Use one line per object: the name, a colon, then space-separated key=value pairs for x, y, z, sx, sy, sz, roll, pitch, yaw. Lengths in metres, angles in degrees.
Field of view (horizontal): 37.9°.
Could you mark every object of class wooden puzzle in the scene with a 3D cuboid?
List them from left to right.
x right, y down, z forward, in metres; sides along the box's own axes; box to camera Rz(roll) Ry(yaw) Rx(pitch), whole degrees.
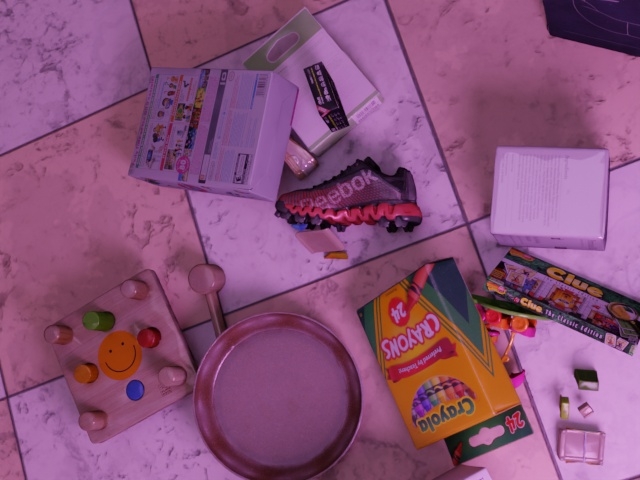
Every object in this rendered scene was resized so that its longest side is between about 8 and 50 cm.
wooden puzzle: x=0.000 y=0.000 z=1.710 sx=0.078 sy=0.116 sz=0.014 roll=-5 pitch=54 yaw=26

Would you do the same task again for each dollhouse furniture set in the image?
dollhouse furniture set: x=0.439 y=0.298 z=1.569 sx=0.076 sy=0.058 sz=0.152 roll=2 pitch=102 yaw=10

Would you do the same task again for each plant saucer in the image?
plant saucer: x=-0.075 y=0.286 z=1.690 sx=0.310 sy=0.050 sz=0.311 roll=-1 pitch=82 yaw=6

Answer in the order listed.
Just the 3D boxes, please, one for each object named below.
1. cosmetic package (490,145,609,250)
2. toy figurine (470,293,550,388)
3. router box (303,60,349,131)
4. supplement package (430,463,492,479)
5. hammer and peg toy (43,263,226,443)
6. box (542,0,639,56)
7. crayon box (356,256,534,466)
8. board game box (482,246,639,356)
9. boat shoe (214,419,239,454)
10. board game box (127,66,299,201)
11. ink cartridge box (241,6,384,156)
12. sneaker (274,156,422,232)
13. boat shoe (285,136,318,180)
cosmetic package: x=0.390 y=-0.069 z=1.571 sx=0.183 sy=0.151 sz=0.152 roll=4 pitch=83 yaw=19
toy figurine: x=0.296 y=0.185 z=1.591 sx=0.173 sy=0.130 sz=0.159 roll=15 pitch=96 yaw=29
router box: x=0.012 y=-0.256 z=1.675 sx=0.038 sy=0.122 sz=0.092 roll=-20 pitch=77 yaw=8
supplement package: x=0.161 y=0.503 z=1.489 sx=0.292 sy=0.175 sz=0.178 roll=-26 pitch=81 yaw=-9
hammer and peg toy: x=-0.328 y=0.199 z=1.762 sx=0.361 sy=0.127 sz=0.266 roll=-29 pitch=75 yaw=11
box: x=0.595 y=-0.462 z=1.399 sx=0.479 sy=0.472 sz=0.298 roll=19 pitch=87 yaw=19
crayon box: x=0.205 y=0.215 z=1.573 sx=0.202 sy=0.081 sz=0.319 roll=-39 pitch=69 yaw=44
board game box: x=0.413 y=0.097 z=1.553 sx=0.259 sy=0.136 sz=0.030 roll=24 pitch=121 yaw=18
boat shoe: x=-0.186 y=0.354 z=1.740 sx=0.042 sy=0.049 sz=0.133 roll=-29 pitch=77 yaw=6
board game box: x=-0.206 y=-0.205 z=1.765 sx=0.303 sy=0.097 sz=0.224 roll=9 pitch=85 yaw=33
ink cartridge box: x=-0.016 y=-0.302 z=1.780 sx=0.171 sy=0.056 sz=0.235 roll=-40 pitch=72 yaw=8
sneaker: x=0.051 y=-0.085 z=1.706 sx=0.276 sy=0.097 sz=0.135 roll=0 pitch=82 yaw=15
boat shoe: x=-0.083 y=-0.179 z=1.779 sx=0.170 sy=0.063 sz=0.059 roll=40 pitch=89 yaw=18
